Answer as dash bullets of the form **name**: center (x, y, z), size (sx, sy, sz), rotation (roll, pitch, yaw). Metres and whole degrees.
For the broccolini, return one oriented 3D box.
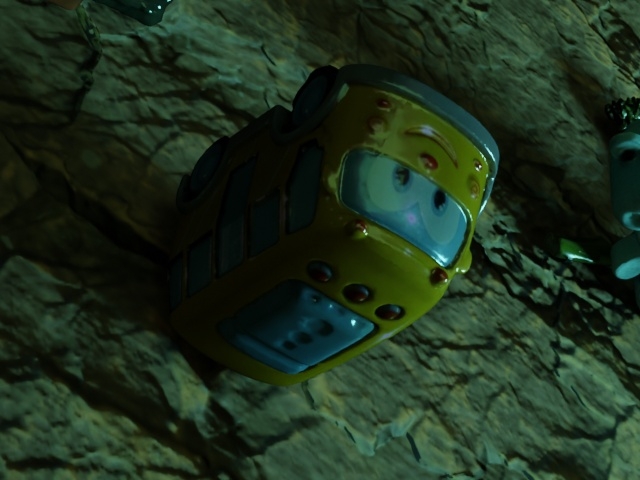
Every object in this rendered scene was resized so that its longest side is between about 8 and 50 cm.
- **broccolini**: center (0.246, -0.052, 1.444), size (0.123, 0.062, 0.271), rotation (47, 39, 13)

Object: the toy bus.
- **toy bus**: center (0.000, 0.000, 1.031), size (0.126, 0.209, 0.136), rotation (32, 52, -24)

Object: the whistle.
- **whistle**: center (0.299, -0.010, 1.332), size (0.274, 0.186, 0.093), rotation (34, 44, -37)

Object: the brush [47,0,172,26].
- **brush**: center (-0.231, -0.215, 1.107), size (0.323, 0.051, 0.070), rotation (25, 50, -33)
